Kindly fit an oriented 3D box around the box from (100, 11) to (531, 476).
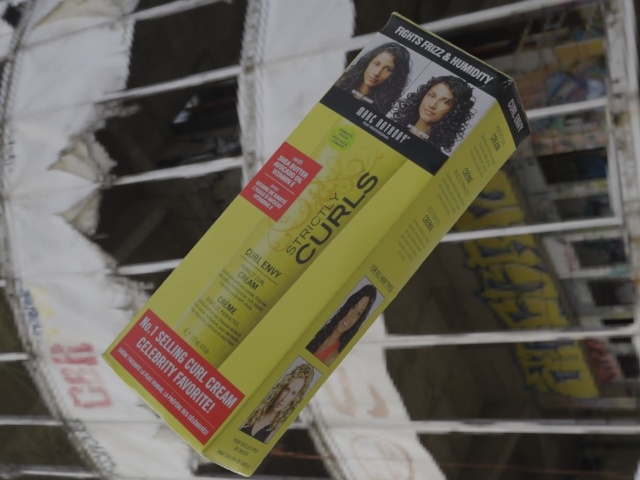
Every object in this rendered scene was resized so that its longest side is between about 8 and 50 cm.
[{"bbox_3d":[0.000,0.000,0.524,0.232,0.087,0.058,-50,-31,-4],"label":"box"}]
